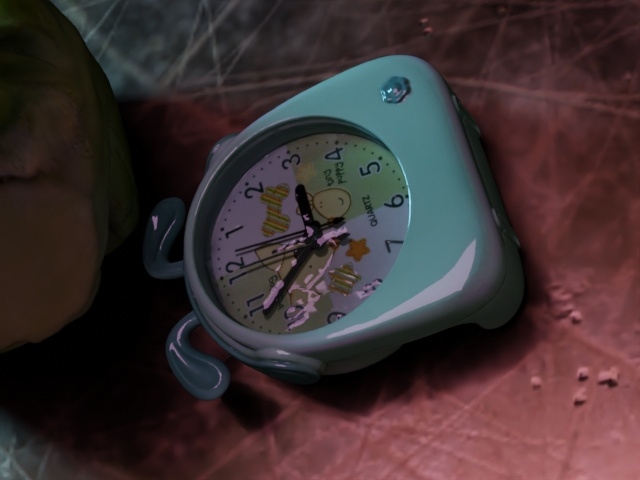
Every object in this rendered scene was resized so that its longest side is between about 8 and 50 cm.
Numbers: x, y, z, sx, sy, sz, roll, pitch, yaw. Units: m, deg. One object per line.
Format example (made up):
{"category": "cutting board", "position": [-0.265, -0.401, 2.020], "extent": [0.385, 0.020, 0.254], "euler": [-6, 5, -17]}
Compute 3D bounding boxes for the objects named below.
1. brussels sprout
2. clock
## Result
{"category": "brussels sprout", "position": [-0.210, -0.041, 0.957], "extent": [0.244, 0.244, 0.244], "euler": [-9, 65, 20]}
{"category": "clock", "position": [-0.001, 0.000, 0.924], "extent": [0.188, 0.060, 0.148], "euler": [-22, 62, 15]}
